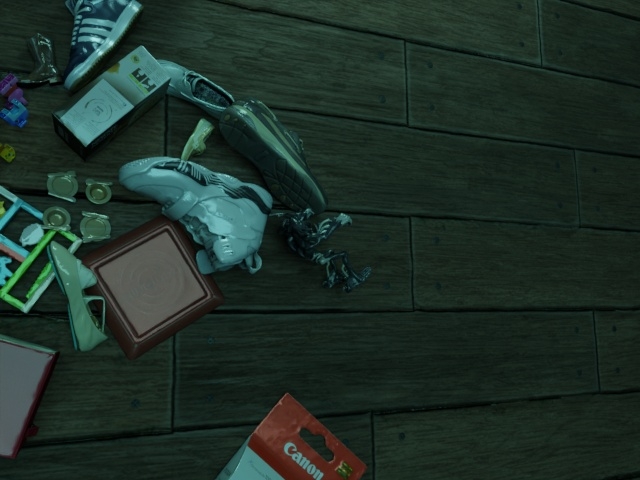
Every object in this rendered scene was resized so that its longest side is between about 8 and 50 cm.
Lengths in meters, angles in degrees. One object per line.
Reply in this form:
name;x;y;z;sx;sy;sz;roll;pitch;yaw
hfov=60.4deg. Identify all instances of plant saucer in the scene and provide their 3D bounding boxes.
plant saucer;-0.384;0.097;1.254;0.258;0.047;0.259;-32;96;-23

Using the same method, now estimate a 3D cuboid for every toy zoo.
toy zoo;-0.685;-0.006;1.152;0.293;0.030;0.192;36;71;-14

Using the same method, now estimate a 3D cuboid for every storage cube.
storage cube;-0.631;0.282;1.052;0.214;0.183;0.193;21;74;-18

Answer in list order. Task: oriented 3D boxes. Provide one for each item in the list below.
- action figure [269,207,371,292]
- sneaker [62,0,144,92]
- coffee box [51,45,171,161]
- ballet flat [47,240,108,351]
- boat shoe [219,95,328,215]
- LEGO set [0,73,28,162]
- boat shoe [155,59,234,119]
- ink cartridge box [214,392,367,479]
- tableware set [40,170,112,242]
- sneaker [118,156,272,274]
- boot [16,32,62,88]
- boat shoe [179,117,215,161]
action figure;0.000;0.000;1.365;0.276;0.164;0.141;49;63;-25
sneaker;-0.536;-0.474;1.239;0.153;0.099;0.282;35;64;-20
coffee box;-0.463;-0.302;1.225;0.098;0.141;0.246;47;68;-11
ballet flat;-0.506;0.113;1.166;0.086;0.086;0.249;-15;107;-23
boat shoe;-0.090;-0.215;1.364;0.355;0.132;0.130;49;50;-26
LEGO set;-0.683;-0.226;1.162;0.087;0.093;0.227;32;74;17
boat shoe;-0.306;-0.375;1.331;0.227;0.081;0.079;28;73;-17
ink cartridge box;-0.086;0.609;1.284;0.308;0.091;0.385;46;70;-11
tableware set;-0.533;-0.076;1.212;0.140;0.020;0.169;8;67;-29
sneaker;-0.275;-0.047;1.235;0.365;0.137;0.211;14;67;-33
boot;-0.640;-0.400;1.220;0.106;0.037;0.114;-17;93;-37
boat shoe;-0.298;-0.234;1.332;0.045;0.050;0.136;27;73;-11
